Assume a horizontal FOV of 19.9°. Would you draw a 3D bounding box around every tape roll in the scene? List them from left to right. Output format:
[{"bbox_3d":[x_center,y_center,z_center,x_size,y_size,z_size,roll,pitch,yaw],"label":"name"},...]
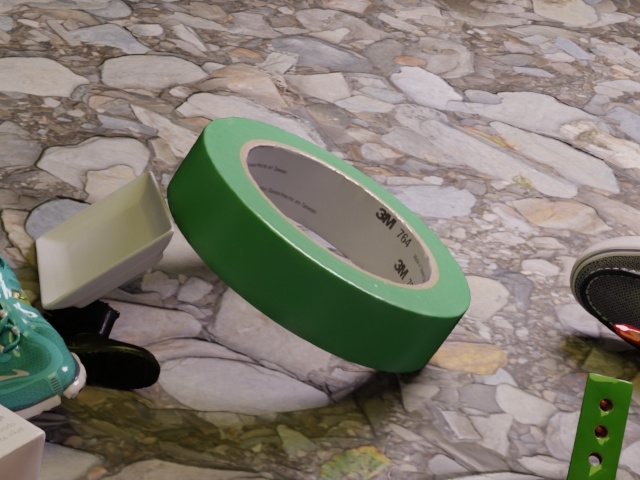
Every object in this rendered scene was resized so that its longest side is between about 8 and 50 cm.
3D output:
[{"bbox_3d":[0.000,0.000,1.837,0.321,0.077,0.321,31,21,-13],"label":"tape roll"}]

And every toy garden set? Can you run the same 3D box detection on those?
[{"bbox_3d":[0.370,0.165,1.726,0.244,0.049,0.204,14,72,3],"label":"toy garden set"}]

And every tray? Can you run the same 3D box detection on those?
[{"bbox_3d":[-0.212,0.004,1.806,0.145,0.030,0.270,-30,17,-2],"label":"tray"}]

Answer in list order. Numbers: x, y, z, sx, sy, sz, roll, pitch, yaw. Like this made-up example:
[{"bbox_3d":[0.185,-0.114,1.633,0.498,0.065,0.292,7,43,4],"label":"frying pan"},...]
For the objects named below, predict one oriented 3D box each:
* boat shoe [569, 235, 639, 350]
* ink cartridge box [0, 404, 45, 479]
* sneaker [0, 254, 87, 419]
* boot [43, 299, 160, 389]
[{"bbox_3d":[0.400,0.110,1.855,0.340,0.127,0.158,19,35,16],"label":"boat shoe"},{"bbox_3d":[-0.422,0.156,1.458,0.353,0.119,0.207,26,31,26],"label":"ink cartridge box"},{"bbox_3d":[-0.302,0.073,1.653,0.107,0.110,0.275,-28,38,-17],"label":"sneaker"},{"bbox_3d":[-0.209,0.095,1.737,0.121,0.045,0.099,5,30,-1],"label":"boot"}]
